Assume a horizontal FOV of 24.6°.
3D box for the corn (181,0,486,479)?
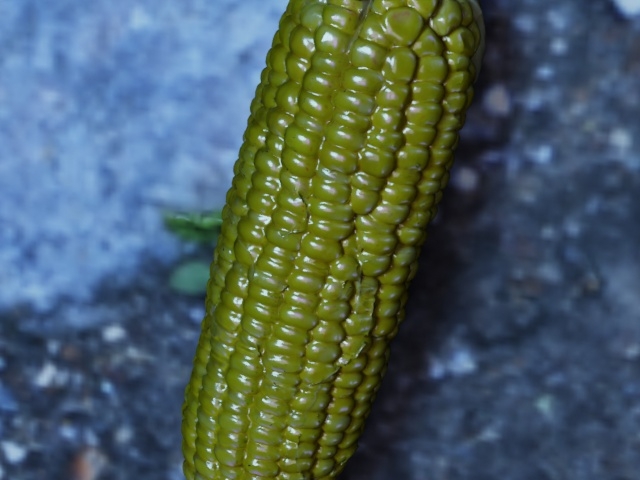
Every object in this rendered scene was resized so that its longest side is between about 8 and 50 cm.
[{"bbox_3d":[0.000,0.000,0.545,0.080,0.080,0.238,20,106,11],"label":"corn"}]
